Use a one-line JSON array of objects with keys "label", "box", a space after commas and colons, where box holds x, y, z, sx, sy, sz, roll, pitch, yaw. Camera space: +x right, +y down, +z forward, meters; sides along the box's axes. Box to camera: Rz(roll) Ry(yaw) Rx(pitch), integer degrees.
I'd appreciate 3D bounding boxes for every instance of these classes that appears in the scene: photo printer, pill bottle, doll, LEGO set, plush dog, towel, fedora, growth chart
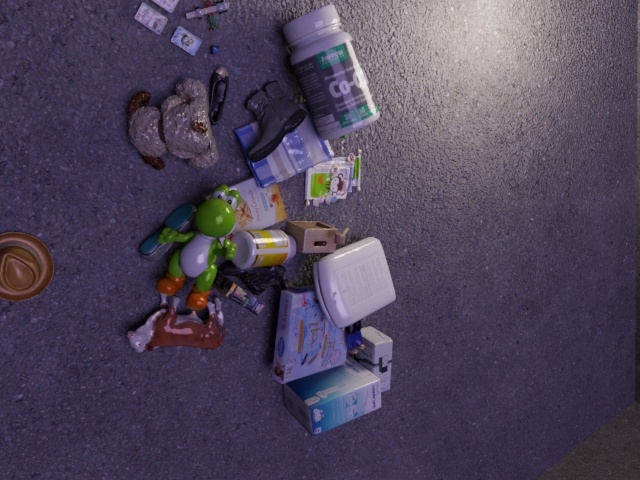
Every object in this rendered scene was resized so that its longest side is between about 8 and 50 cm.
[{"label": "photo printer", "box": [0.110, 0.147, 1.952, 0.307, 0.107, 0.256, -22, 97, -42]}, {"label": "pill bottle", "box": [0.029, -0.509, 1.734, 0.204, 0.204, 0.361, -30, 106, -21]}, {"label": "doll", "box": [0.124, 0.310, 2.062, 0.129, 0.046, 0.189, -24, 114, -39]}, {"label": "pill bottle", "box": [-0.177, 0.024, 1.798, 0.215, 0.117, 0.117, -3, 106, -50]}, {"label": "LEGO set", "box": [-0.369, -0.631, 1.584, 0.244, 0.060, 0.182, 26, 101, -33]}, {"label": "plush dog", "box": [-0.417, -0.303, 1.565, 0.225, 0.210, 0.262, -8, 109, 0]}, {"label": "towel", "box": [-0.109, -0.306, 1.796, 0.285, 0.034, 0.209, -27, 99, -23]}, {"label": "fedora", "box": [-0.799, 0.077, 1.488, 0.194, 0.079, 0.194, -9, 107, -29]}, {"label": "growth chart", "box": [0.044, -0.211, 1.956, 0.237, 0.021, 0.172, -16, 112, -26]}]

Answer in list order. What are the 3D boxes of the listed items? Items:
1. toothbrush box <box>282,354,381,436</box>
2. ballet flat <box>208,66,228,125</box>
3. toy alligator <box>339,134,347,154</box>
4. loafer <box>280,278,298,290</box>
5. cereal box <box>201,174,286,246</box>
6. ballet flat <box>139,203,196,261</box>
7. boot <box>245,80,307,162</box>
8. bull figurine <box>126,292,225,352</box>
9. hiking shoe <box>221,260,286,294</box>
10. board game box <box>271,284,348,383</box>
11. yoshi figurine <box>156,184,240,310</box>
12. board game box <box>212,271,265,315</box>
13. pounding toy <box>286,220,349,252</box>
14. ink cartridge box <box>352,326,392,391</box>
[{"label": "toothbrush box", "box": [0.041, 0.554, 2.055, 0.295, 0.216, 0.126, -15, 112, -28]}, {"label": "ballet flat", "box": [-0.298, -0.424, 1.668, 0.057, 0.049, 0.173, 5, 101, -34]}, {"label": "toy alligator", "box": [0.073, -0.387, 1.908, 0.051, 0.056, 0.189, 17, 97, 8]}, {"label": "loafer", "box": [-0.092, 0.180, 1.966, 0.050, 0.056, 0.148, -42, 131, -18]}, {"label": "cereal box", "box": [-0.238, -0.105, 1.796, 0.240, 0.047, 0.173, -26, 115, -23]}, {"label": "ballet flat", "box": [-0.448, -0.022, 1.692, 0.213, 0.072, 0.068, -45, 149, -12]}, {"label": "boot", "box": [-0.173, -0.363, 1.728, 0.161, 0.083, 0.246, 43, 72, 0]}, {"label": "bull figurine", "box": [-0.438, 0.258, 1.746, 0.310, 0.101, 0.188, 11, 96, -33]}, {"label": "hiking shoe", "box": [-0.220, 0.126, 1.851, 0.227, 0.086, 0.114, 6, 100, -31]}, {"label": "board game box", "box": [-0.019, 0.313, 1.996, 0.318, 0.066, 0.318, -4, 106, -45]}, {"label": "yoshi figurine", "box": [-0.340, 0.013, 1.617, 0.203, 0.203, 0.362, 16, 103, -43]}, {"label": "board game box", "box": [-0.268, 0.163, 1.781, 0.141, 0.170, 0.048, 38, 82, -34]}, {"label": "pounding toy", "box": [0.011, 0.001, 1.883, 0.181, 0.206, 0.094, -1, 104, -31]}, {"label": "ink cartridge box", "box": [0.194, 0.453, 2.157, 0.087, 0.153, 0.208, -7, 106, -30]}]
